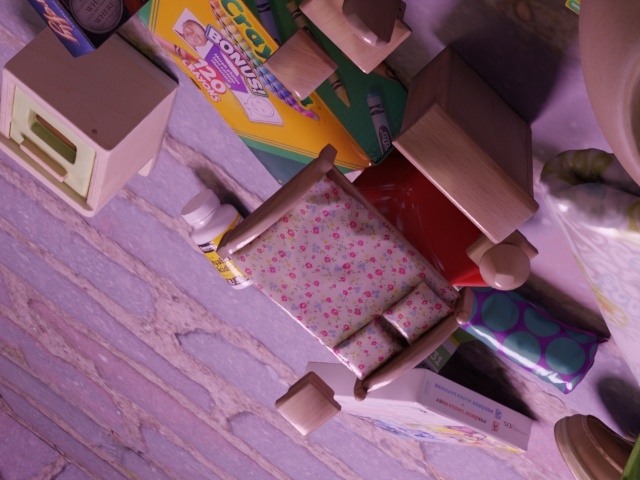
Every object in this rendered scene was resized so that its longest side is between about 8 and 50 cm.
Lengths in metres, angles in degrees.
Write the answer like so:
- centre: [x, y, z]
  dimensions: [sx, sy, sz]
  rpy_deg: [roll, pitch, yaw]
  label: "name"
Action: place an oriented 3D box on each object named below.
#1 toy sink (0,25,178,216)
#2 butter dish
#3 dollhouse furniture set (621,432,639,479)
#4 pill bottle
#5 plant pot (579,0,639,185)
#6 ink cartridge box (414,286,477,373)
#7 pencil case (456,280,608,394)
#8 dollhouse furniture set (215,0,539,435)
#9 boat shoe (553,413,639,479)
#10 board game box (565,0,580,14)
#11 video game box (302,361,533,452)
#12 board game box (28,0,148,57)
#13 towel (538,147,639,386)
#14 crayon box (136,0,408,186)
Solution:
- centre: [-0.277, -0.132, 1.556]
  dimensions: [0.153, 0.131, 0.234]
  rpy_deg: [40, 154, 3]
  label: "toy sink"
- centre: [0.077, -0.008, 1.274]
  dimensions: [0.160, 0.118, 0.160]
  rpy_deg: [-2, 115, 53]
  label: "butter dish"
- centre: [0.365, 0.187, 1.067]
  dimensions: [0.198, 0.151, 0.301]
  rpy_deg: [13, 138, 6]
  label: "dollhouse furniture set"
- centre: [-0.114, -0.003, 1.614]
  dimensions: [0.116, 0.065, 0.065]
  rpy_deg: [52, 151, -21]
  label: "pill bottle"
- centre: [0.261, -0.103, 0.746]
  dimensions: [0.284, 0.191, 0.284]
  rpy_deg: [18, 129, 24]
  label: "plant pot"
- centre: [0.090, 0.069, 1.476]
  dimensions: [0.171, 0.056, 0.235]
  rpy_deg: [48, 155, -13]
  label: "ink cartridge box"
- centre: [0.203, 0.087, 1.340]
  dimensions: [0.152, 0.070, 0.064]
  rpy_deg: [33, -174, 12]
  label: "pencil case"
- centre: [0.000, 0.000, 1.134]
  dimensions: [0.303, 0.174, 0.355]
  rpy_deg: [44, 112, -12]
  label: "dollhouse furniture set"
- centre: [0.363, 0.265, 1.389]
  dimensions: [0.285, 0.104, 0.089]
  rpy_deg: [39, 116, -8]
  label: "boat shoe"
- centre: [0.262, -0.167, 0.895]
  dimensions: [0.170, 0.048, 0.141]
  rpy_deg: [35, 154, 11]
  label: "board game box"
- centre: [0.109, 0.192, 1.558]
  dimensions: [0.187, 0.048, 0.205]
  rpy_deg: [30, 160, -35]
  label: "video game box"
- centre: [-0.154, -0.281, 1.042]
  dimensions: [0.165, 0.243, 0.042]
  rpy_deg: [51, 151, -21]
  label: "board game box"
- centre: [0.374, 0.075, 1.030]
  dimensions: [0.374, 0.090, 0.320]
  rpy_deg: [18, 151, 41]
  label: "towel"
- centre: [-0.055, -0.183, 1.244]
  dimensions: [0.278, 0.081, 0.165]
  rpy_deg: [50, 152, -18]
  label: "crayon box"
